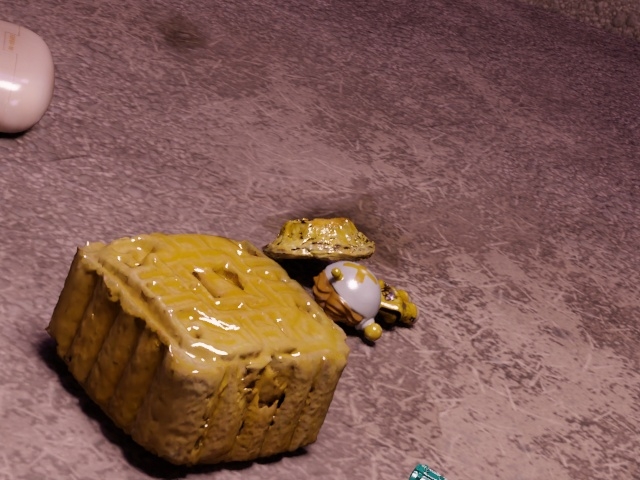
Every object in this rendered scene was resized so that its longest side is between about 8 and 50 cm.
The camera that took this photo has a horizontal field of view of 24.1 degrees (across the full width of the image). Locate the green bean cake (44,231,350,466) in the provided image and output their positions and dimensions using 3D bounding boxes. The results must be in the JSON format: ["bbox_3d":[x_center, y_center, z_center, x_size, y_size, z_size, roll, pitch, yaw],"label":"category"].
[{"bbox_3d":[-0.111,0.091,1.388,0.224,0.131,0.229,-4,36,-46],"label":"green bean cake"}]

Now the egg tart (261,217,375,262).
[{"bbox_3d":[0.000,0.000,1.699,0.130,0.052,0.130,0,3,0],"label":"egg tart"}]

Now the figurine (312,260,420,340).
[{"bbox_3d":[0.054,0.068,1.654,0.143,0.068,0.101,29,24,-23],"label":"figurine"}]

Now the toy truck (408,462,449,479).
[{"bbox_3d":[0.117,0.242,1.379,0.083,0.044,0.039,28,29,13],"label":"toy truck"}]

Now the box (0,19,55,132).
[{"bbox_3d":[-0.389,-0.200,1.784,0.146,0.088,0.200,15,27,-18],"label":"box"}]
